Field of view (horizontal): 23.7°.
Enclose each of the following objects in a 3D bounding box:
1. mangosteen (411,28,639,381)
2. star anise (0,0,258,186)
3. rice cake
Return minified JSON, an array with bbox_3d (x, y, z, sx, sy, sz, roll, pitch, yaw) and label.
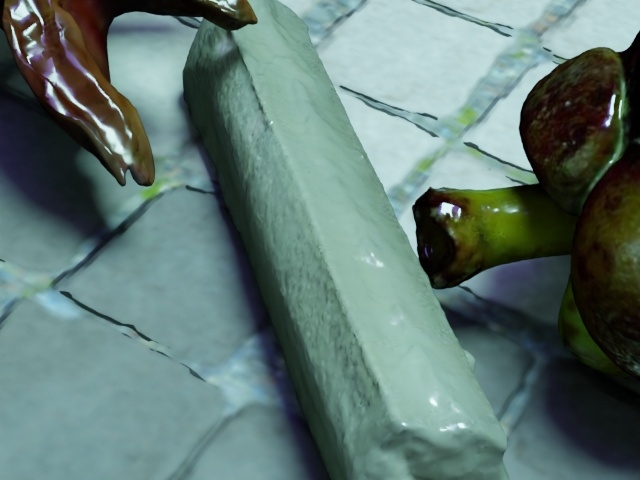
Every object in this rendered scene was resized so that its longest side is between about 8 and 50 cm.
[{"bbox_3d":[0.147,-0.022,0.511,0.184,0.172,0.172,18,40,38],"label":"mangosteen"},{"bbox_3d":[-0.119,-0.124,0.589,0.288,0.088,0.288,-5,61,8],"label":"star anise"},{"bbox_3d":[0.000,0.000,0.530,0.052,0.057,0.256,21,30,-34],"label":"rice cake"}]
